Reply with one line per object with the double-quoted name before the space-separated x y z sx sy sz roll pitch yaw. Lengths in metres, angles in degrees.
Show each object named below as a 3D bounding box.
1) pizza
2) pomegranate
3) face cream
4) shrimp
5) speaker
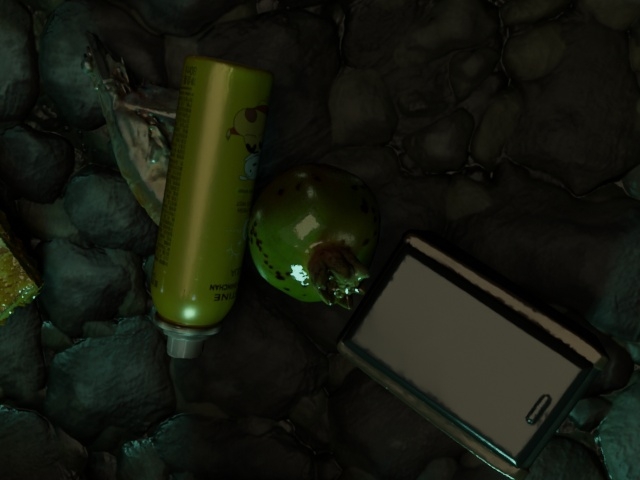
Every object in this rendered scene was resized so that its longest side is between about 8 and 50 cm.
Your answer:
"pizza" -0.463 0.041 0.922 0.197 0.058 0.292 5 95 11
"pomegranate" 0.000 0.000 0.749 0.159 0.205 0.159 -8 122 -13
"face cream" -0.134 -0.031 0.783 0.105 0.105 0.348 13 100 12
"shrimp" -0.199 -0.146 0.855 0.164 0.062 0.317 -31 90 8
"speaker" 0.159 0.108 0.722 0.231 0.192 0.153 34 100 13
